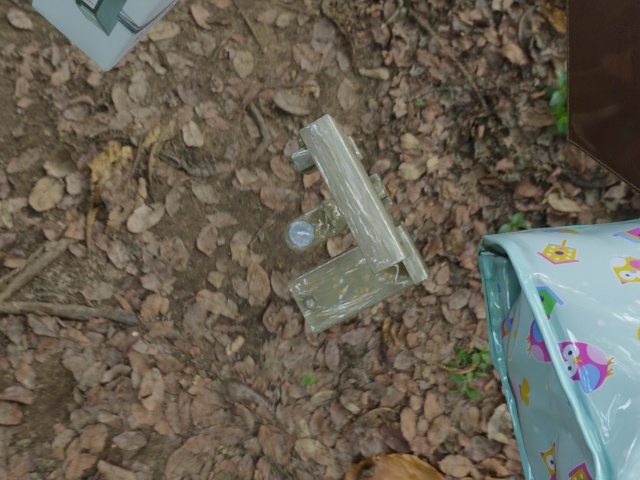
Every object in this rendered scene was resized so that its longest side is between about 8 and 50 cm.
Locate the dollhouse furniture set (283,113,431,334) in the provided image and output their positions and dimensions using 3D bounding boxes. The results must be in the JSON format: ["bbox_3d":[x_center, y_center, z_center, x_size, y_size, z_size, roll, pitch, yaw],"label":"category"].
[{"bbox_3d":[0.000,0.000,0.506,0.123,0.151,0.144,-28,86,11],"label":"dollhouse furniture set"}]

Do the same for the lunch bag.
[{"bbox_3d":[0.260,0.087,0.499,0.224,0.160,0.262,-6,47,0],"label":"lunch bag"}]

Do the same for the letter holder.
[{"bbox_3d":[0.336,-0.201,0.540,0.152,0.301,0.214,-16,33,-1],"label":"letter holder"}]

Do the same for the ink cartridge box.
[{"bbox_3d":[-0.187,-0.351,0.710,0.121,0.289,0.211,43,58,-21],"label":"ink cartridge box"}]
